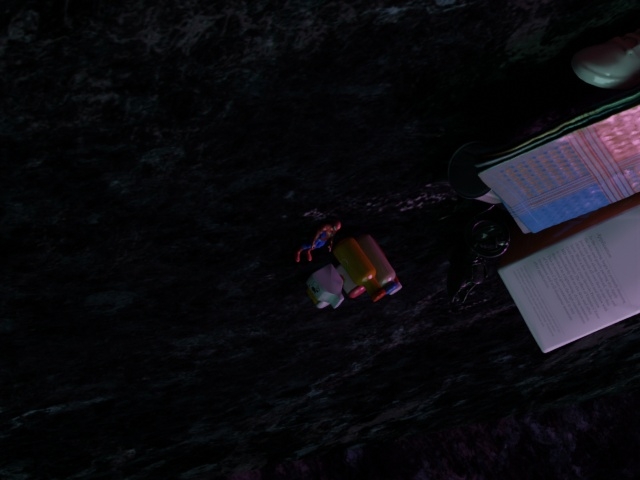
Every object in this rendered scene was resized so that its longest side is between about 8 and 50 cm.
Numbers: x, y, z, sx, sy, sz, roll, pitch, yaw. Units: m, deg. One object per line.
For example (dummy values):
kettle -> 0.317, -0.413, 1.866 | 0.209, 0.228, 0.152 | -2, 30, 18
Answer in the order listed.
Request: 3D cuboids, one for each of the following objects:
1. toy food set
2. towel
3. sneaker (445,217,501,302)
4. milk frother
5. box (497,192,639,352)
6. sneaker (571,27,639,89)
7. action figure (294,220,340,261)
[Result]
toy food set -> 0.060, 0.070, 2.053 | 0.111, 0.105, 0.232 | -28, 167, -26
towel -> 0.412, -0.128, 1.725 | 0.370, 0.040, 0.271 | -23, 153, 15
sneaker -> 0.267, 0.034, 2.194 | 0.051, 0.089, 0.170 | -2, 155, -36
milk frother -> 0.240, -0.058, 1.861 | 0.129, 0.143, 0.134 | -21, 163, 29
box -> 0.485, 0.009, 2.079 | 0.345, 0.168, 0.215 | -26, -168, 19
sneaker -> 0.422, -0.254, 1.637 | 0.212, 0.080, 0.094 | -9, 139, -19
action figure -> 0.000, 0.000, 1.978 | 0.038, 0.030, 0.115 | 1, 151, -32
